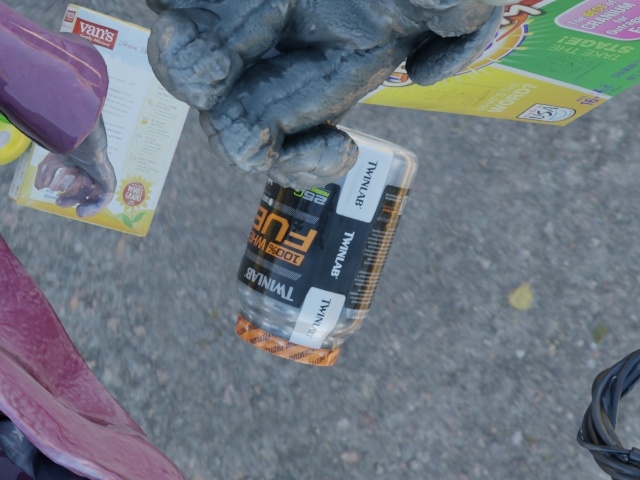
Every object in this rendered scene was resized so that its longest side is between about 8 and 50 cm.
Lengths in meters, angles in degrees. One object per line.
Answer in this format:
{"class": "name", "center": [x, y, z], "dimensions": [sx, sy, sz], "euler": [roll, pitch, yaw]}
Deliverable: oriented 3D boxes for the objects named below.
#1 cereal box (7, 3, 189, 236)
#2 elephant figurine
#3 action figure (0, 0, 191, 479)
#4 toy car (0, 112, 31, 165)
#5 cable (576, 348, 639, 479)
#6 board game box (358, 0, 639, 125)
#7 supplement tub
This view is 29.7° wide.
{"class": "cereal box", "center": [-0.251, -0.139, 1.430], "dimensions": [0.173, 0.047, 0.240], "euler": [17, 95, -33]}
{"class": "elephant figurine", "center": [0.042, -0.138, 0.591], "dimensions": [0.239, 0.186, 0.169], "euler": [-30, 150, 19]}
{"class": "action figure", "center": [-0.188, -0.007, 0.448], "dimensions": [0.248, 0.275, 0.370], "euler": [-15, 88, -14]}
{"class": "toy car", "center": [-0.339, -0.119, 1.278], "dimensions": [0.225, 0.239, 0.053], "euler": [-35, 98, 33]}
{"class": "cable", "center": [0.287, 0.139, 0.917], "dimensions": [0.184, 0.151, 0.047], "euler": [-18, 150, 20]}
{"class": "board game box", "center": [0.102, -0.165, 0.874], "dimensions": [0.316, 0.242, 0.064], "euler": [4, 75, -20]}
{"class": "supplement tub", "center": [0.000, 0.000, 1.664], "dimensions": [0.193, 0.193, 0.316], "euler": [16, 97, -14]}
